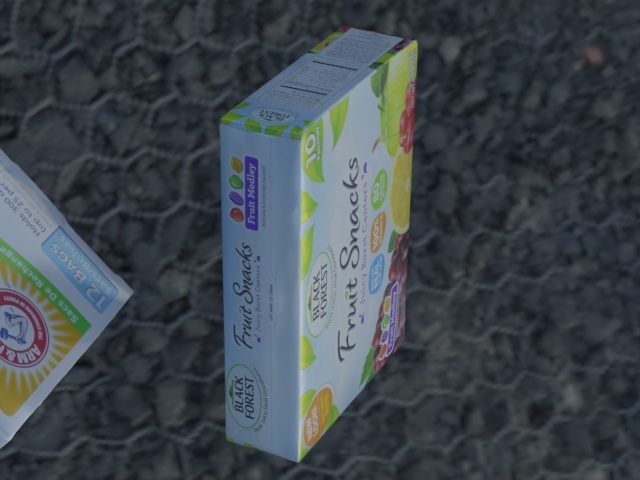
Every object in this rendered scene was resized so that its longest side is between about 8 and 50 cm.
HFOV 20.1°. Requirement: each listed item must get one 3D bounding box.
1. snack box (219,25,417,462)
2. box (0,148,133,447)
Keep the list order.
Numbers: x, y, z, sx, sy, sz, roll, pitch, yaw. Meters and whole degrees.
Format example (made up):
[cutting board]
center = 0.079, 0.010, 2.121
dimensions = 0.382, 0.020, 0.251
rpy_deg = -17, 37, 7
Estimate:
[snack box]
center = 0.000, 0.000, 0.703
dimensions = 0.100, 0.037, 0.141
rpy_deg = -42, 140, -50
[box]
center = -0.189, 0.052, 0.704
dimensions = 0.114, 0.203, 0.103
rpy_deg = 47, 35, -9
